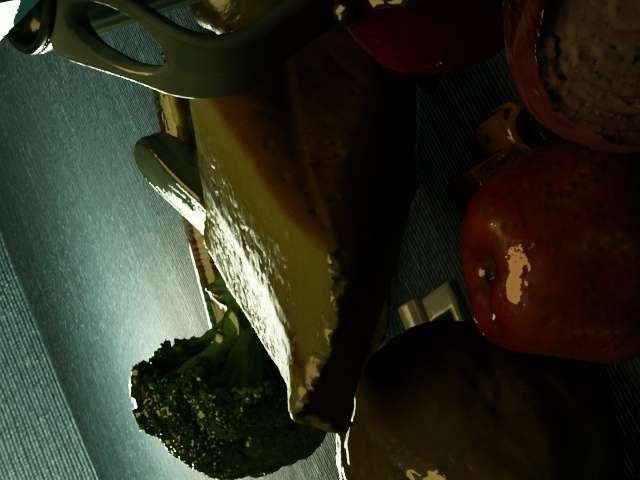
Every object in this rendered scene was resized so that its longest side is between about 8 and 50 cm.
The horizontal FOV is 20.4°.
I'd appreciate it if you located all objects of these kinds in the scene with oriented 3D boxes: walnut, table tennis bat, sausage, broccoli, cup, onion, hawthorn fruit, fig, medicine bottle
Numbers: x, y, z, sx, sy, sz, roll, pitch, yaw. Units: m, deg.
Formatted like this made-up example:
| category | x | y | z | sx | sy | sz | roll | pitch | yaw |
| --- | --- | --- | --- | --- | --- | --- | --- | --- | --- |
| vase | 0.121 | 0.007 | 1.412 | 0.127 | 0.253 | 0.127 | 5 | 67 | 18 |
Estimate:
| category | x | y | z | sx | sy | sz | roll | pitch | yaw |
| --- | --- | --- | --- | --- | --- | --- | --- | --- | --- |
| walnut | 0.142 | 0.193 | 1.531 | 0.283 | 0.227 | 0.283 | -31 | 47 | 39 |
| table tennis bat | 0.098 | -0.173 | 1.659 | 0.083 | 0.007 | 0.050 | 95 | 152 | -48 |
| sausage | -0.151 | -0.074 | 2.275 | 0.082 | 0.082 | 0.372 | -4 | 101 | 69 |
| broccoli | -0.091 | 0.155 | 2.090 | 0.270 | 0.270 | 0.270 | 27 | 110 | 62 |
| cup | -0.122 | -0.313 | 1.570 | 0.310 | 0.392 | 0.401 | 162 | 92 | -70 |
| onion | 0.201 | -0.171 | 1.182 | 0.200 | 0.200 | 0.207 | 34 | 149 | 59 |
| hawthorn fruit | 0.082 | -0.215 | 1.416 | 0.169 | 0.188 | 0.169 | 30 | 127 | 48 |
| hawthorn fruit | 0.192 | 0.010 | 1.330 | 0.189 | 0.189 | 0.189 | 51 | 150 | 46 |
| fig | -0.082 | -0.293 | 1.868 | 0.133 | 0.126 | 0.185 | -113 | 13 | -55 |
| medicine bottle | 0.142 | 0.153 | 1.737 | 0.092 | 0.061 | 0.221 | -38 | 68 | 42 |

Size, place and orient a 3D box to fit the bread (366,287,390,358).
| category | x | y | z | sx | sy | sz | roll | pitch | yaw |
| --- | --- | --- | --- | --- | --- | --- | --- | --- | --- |
| bread | 0.000 | 0.000 | 1.906 | 0.184 | 0.110 | 0.234 | 50 | 151 | 40 |

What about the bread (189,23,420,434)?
| category | x | y | z | sx | sy | sz | roll | pitch | yaw |
| --- | --- | --- | --- | --- | --- | --- | --- | --- | --- |
| bread | 0.035 | -0.015 | 1.539 | 0.362 | 0.244 | 0.233 | -121 | 22 | -48 |

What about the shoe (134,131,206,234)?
| category | x | y | z | sx | sy | sz | roll | pitch | yaw |
| --- | --- | --- | --- | --- | --- | --- | --- | --- | --- |
| shoe | -0.117 | -0.060 | 2.179 | 0.251 | 0.100 | 0.103 | 38 | 158 | 19 |

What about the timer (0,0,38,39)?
| category | x | y | z | sx | sy | sz | roll | pitch | yaw |
| --- | --- | --- | --- | --- | --- | --- | --- | --- | --- |
| timer | -0.321 | -0.276 | 1.459 | 0.232 | 0.091 | 0.250 | 68 | 158 | 0 |

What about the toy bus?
| category | x | y | z | sx | sy | sz | roll | pitch | yaw |
| --- | --- | --- | --- | --- | --- | --- | --- | --- | --- |
| toy bus | 0.167 | -0.016 | 1.489 | 0.195 | 0.088 | 0.083 | 70 | 160 | 8 |
